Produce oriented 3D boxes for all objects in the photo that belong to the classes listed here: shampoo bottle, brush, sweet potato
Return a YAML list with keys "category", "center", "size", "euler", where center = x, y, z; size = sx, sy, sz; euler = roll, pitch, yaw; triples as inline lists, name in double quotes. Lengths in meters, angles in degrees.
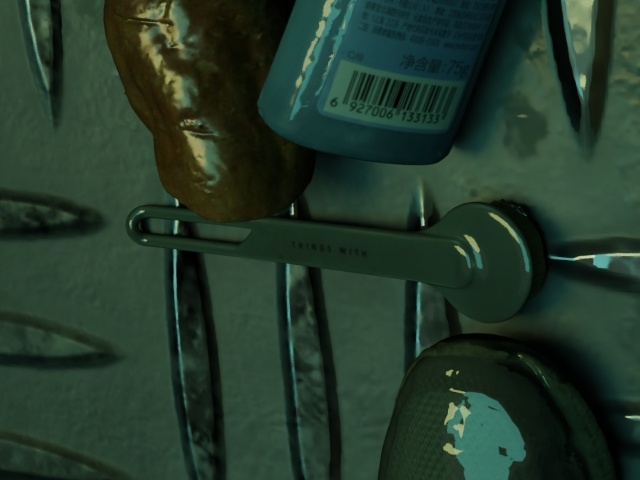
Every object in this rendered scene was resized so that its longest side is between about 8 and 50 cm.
- category: "shampoo bottle"
  center: [0.057, -0.158, 0.690]
  size: [0.258, 0.103, 0.061]
  euler: [-69, 30, 27]
- category: "brush"
  center: [0.000, 0.000, 0.819]
  size: [0.266, 0.027, 0.062]
  euler: [7, 107, 35]
- category: "sweet potato"
  center: [-0.068, -0.131, 0.782]
  size: [0.097, 0.097, 0.252]
  euler: [-17, 91, 35]

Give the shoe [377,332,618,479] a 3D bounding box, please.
- category: "shoe"
  center: [0.062, 0.220, 0.750]
  size: [0.132, 0.171, 0.336]
  euler: [3, 106, 33]
